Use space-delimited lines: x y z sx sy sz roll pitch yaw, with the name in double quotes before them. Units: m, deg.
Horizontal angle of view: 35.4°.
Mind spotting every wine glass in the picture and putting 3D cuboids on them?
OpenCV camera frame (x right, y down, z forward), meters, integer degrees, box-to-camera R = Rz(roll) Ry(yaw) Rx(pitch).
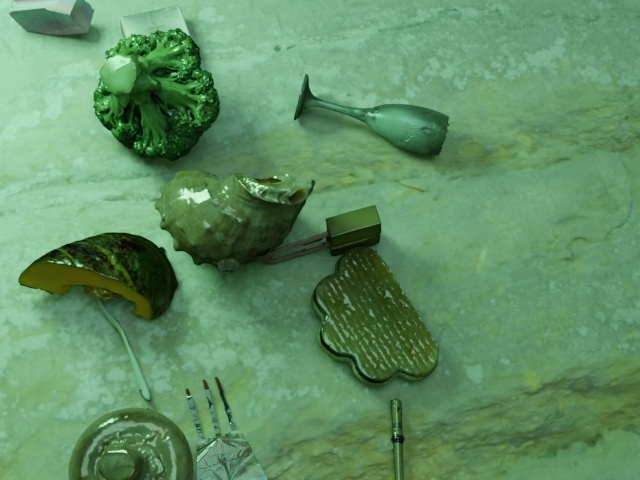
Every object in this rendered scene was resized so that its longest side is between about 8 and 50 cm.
"wine glass" 0.084 -0.172 2.040 0.309 0.096 0.264 15 83 -2

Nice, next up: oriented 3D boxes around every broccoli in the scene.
"broccoli" -0.320 -0.289 1.915 0.270 0.270 0.270 -2 84 15

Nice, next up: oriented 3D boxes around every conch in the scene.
"conch" -0.145 -0.044 1.859 0.263 0.324 0.186 -21 111 -50

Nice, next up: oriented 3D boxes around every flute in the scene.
"flute" 0.141 0.399 1.806 0.027 0.027 0.233 2 65 -7

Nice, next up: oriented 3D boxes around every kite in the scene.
"kite" -0.186 0.356 1.786 0.127 0.016 0.229 -16 70 -18

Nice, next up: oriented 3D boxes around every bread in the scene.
"bread" 0.085 0.155 1.888 0.207 0.056 0.287 -22 71 -20

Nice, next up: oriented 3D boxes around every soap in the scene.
"soap" -0.543 -0.463 2.047 0.149 0.100 0.056 1 70 20

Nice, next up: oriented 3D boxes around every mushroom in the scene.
"mushroom" -0.316 0.373 1.651 0.207 0.215 0.207 0 72 -1

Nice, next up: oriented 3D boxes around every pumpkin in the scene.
"pumpkin" -0.394 0.026 1.838 0.278 0.111 0.163 14 53 -3

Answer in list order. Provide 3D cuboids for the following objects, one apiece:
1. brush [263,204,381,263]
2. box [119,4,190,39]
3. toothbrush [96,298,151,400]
"brush" 0.000 0.000 1.926 0.233 0.103 0.047 -16 68 -4
"box" -0.336 -0.413 2.083 0.130 0.051 0.129 -15 70 -13
"toothbrush" -0.366 0.178 1.833 0.026 0.022 0.263 -22 70 -14
